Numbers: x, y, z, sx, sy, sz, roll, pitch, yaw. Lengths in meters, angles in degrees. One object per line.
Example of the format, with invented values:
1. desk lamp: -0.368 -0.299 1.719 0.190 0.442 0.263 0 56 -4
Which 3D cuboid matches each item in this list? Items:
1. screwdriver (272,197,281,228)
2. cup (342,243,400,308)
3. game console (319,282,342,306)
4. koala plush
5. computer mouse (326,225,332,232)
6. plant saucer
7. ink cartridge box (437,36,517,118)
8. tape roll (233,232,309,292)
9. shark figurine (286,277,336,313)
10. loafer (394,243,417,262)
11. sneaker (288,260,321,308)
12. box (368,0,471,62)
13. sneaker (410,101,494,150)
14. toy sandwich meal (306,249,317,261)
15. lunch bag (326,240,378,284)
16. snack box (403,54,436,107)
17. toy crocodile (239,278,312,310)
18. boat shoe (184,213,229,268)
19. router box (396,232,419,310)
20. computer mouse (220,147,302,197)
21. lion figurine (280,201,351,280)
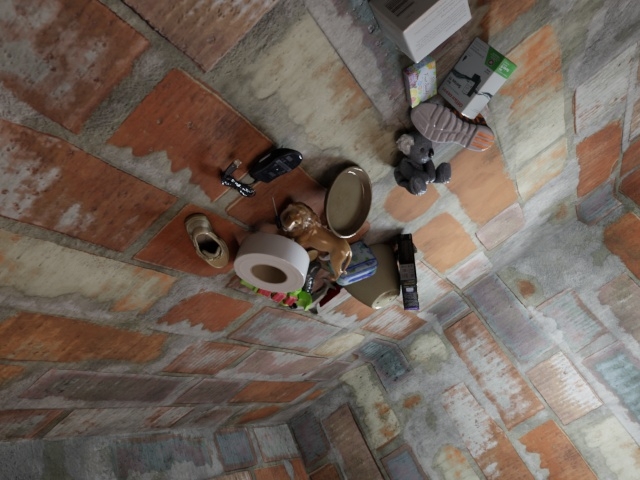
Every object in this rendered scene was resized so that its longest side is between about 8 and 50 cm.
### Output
1. screwdriver: -0.165 -0.104 1.590 0.025 0.024 0.170 4 141 3
2. cup: 0.282 0.210 2.161 0.331 0.237 0.331 -21 146 -15
3. game console: 0.065 0.299 2.250 0.144 0.085 0.124 -39 146 15
4. koala plush: 0.370 -0.322 1.603 0.196 0.203 0.221 -27 127 -21
5. computer mouse: 0.043 -0.046 1.822 0.071 0.041 0.242 -5 146 -35
6. plant saucer: 0.103 -0.148 1.605 0.278 0.041 0.278 -21 119 -44
7. ink cartridge box: 0.518 -0.541 1.407 0.087 0.153 0.208 4 133 -40
8. tape roll: -0.190 0.093 1.633 0.286 0.100 0.286 9 146 6
9. shark figurine: -0.022 0.319 2.190 0.278 0.116 0.166 -33 148 9
10. loafer: 0.453 0.085 2.284 0.170 0.061 0.062 -44 146 22
11. sneaker: -0.076 0.213 1.984 0.109 0.130 0.286 3 135 -47
12. box: 0.258 -0.602 1.095 0.182 0.181 0.119 -38 147 11
13. sneaker: 0.475 -0.439 1.543 0.321 0.180 0.124 21 128 -9
14. toy sandwich meal: -0.052 0.067 1.902 0.085 0.029 0.085 -22 144 -17
15. lunch bag: 0.152 0.108 1.977 0.219 0.176 0.090 -18 146 -16
16. snack box: 0.332 -0.524 1.390 0.100 0.037 0.141 -31 147 0
17. toy crocodile: -0.194 0.223 1.861 0.340 0.105 0.115 26 121 -24
18. boat shoe: -0.400 0.029 1.515 0.109 0.098 0.302 -24 147 -9
19. router box: 0.439 0.156 2.101 0.081 0.309 0.243 -6 134 12
20. computer mouse: -0.199 -0.244 1.344 0.262 0.060 0.184 -30 153 23
21. lion figurine: 0.000 0.000 1.656 0.392 0.142 0.240 25 133 -19
